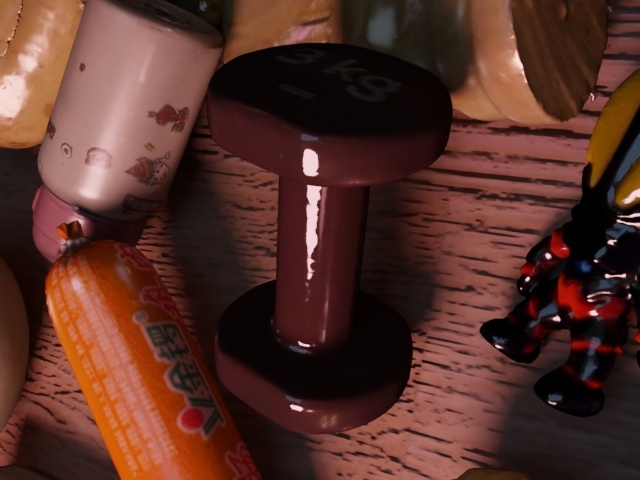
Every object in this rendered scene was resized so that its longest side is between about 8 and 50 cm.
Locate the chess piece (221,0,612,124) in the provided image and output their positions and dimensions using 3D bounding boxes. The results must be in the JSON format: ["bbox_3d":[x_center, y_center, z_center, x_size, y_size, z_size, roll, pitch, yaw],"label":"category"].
[{"bbox_3d":[0.038,-0.145,0.554,0.301,0.137,0.137,6,86,42],"label":"chess piece"}]

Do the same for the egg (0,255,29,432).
[{"bbox_3d":[-0.353,0.099,0.681,0.187,0.186,0.253,6,90,29],"label":"egg"}]

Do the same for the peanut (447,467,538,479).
[{"bbox_3d":[0.140,0.271,0.416,0.147,0.147,0.305,-29,72,22],"label":"peanut"}]

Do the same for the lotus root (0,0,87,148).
[{"bbox_3d":[-0.240,-0.206,0.688,0.160,0.146,0.284,37,109,7],"label":"lotus root"}]

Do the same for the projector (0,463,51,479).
[{"bbox_3d":[-0.244,0.273,0.671,0.147,0.061,0.115,15,90,29],"label":"projector"}]

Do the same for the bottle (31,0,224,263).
[{"bbox_3d":[-0.168,-0.080,0.642,0.110,0.110,0.233,36,114,27],"label":"bottle"}]

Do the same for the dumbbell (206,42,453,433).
[{"bbox_3d":[0.000,0.000,0.487,0.140,0.124,0.225,28,130,30],"label":"dumbbell"}]

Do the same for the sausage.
[{"bbox_3d":[-0.120,0.121,0.579,0.093,0.093,0.312,-32,79,21],"label":"sausage"}]

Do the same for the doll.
[{"bbox_3d":[0.191,-0.018,0.461,0.127,0.088,0.248,41,106,27],"label":"doll"}]

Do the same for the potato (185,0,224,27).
[{"bbox_3d":[-0.085,-0.219,0.660,0.046,0.045,0.092,38,107,-1],"label":"potato"}]
